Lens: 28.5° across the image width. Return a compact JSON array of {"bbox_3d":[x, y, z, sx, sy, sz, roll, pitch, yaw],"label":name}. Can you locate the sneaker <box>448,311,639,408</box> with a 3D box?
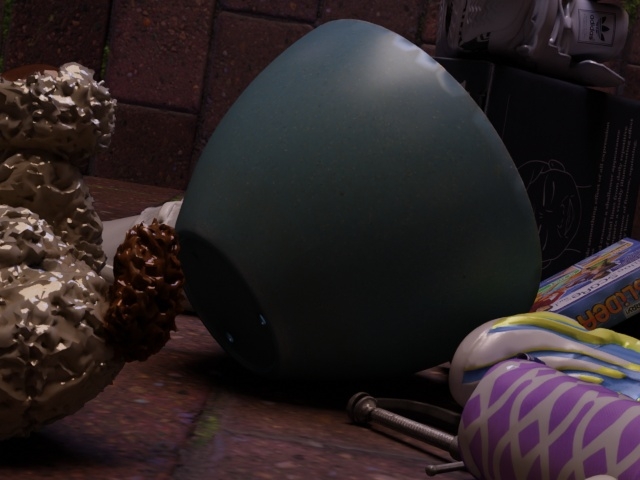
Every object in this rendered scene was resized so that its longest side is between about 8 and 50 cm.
[{"bbox_3d":[0.214,0.110,0.889,0.240,0.091,0.126,9,6,-27],"label":"sneaker"}]

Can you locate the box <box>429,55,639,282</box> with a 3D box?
[{"bbox_3d":[0.188,-0.045,1.454,0.212,0.294,0.395,12,5,37],"label":"box"}]

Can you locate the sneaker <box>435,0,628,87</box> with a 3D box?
[{"bbox_3d":[0.241,-0.248,1.352,0.210,0.137,0.366,6,2,0],"label":"sneaker"}]

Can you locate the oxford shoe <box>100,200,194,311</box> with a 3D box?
[{"bbox_3d":[-0.103,0.010,1.285,0.449,0.130,0.169,9,6,17],"label":"oxford shoe"}]

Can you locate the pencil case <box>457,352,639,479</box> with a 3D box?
[{"bbox_3d":[0.165,0.128,0.697,0.088,0.086,0.206,38,-10,-31],"label":"pencil case"}]

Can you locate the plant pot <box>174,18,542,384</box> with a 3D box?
[{"bbox_3d":[0.000,0.000,0.989,0.195,0.290,0.290,-34,27,-26],"label":"plant pot"}]

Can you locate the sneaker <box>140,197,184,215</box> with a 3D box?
[{"bbox_3d":[-0.120,-0.002,1.586,0.153,0.094,0.235,14,4,16],"label":"sneaker"}]

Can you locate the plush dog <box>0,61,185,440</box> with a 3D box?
[{"bbox_3d":[-0.204,0.038,0.738,0.262,0.211,0.225,-23,32,-19],"label":"plush dog"}]

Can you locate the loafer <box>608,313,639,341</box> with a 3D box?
[{"bbox_3d":[0.356,0.099,1.024,0.130,0.134,0.366,6,6,-32],"label":"loafer"}]

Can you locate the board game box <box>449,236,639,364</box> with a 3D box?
[{"bbox_3d":[0.206,0.063,1.101,0.201,0.035,0.136,-28,6,1],"label":"board game box"}]

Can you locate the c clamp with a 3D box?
[{"bbox_3d":[0.078,0.127,0.855,0.137,0.022,0.160,7,5,-35],"label":"c clamp"}]

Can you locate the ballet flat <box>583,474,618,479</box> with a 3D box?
[{"bbox_3d":[0.136,0.139,0.514,0.230,0.077,0.077,10,6,15],"label":"ballet flat"}]
